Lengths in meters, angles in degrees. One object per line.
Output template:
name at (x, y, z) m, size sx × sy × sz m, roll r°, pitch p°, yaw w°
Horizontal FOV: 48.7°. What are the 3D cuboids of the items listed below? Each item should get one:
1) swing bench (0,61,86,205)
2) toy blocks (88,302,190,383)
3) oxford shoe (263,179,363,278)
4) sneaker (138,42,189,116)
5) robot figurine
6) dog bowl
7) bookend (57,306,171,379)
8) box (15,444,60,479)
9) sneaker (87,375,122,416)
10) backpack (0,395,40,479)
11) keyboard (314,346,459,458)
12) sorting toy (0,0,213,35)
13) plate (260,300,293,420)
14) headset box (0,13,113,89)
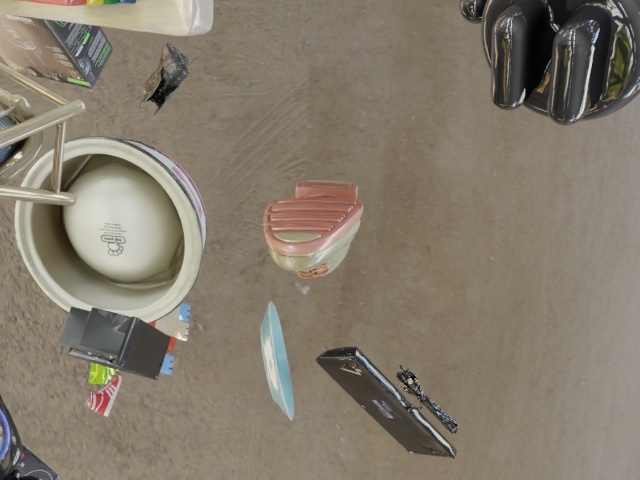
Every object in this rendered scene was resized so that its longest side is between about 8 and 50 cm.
swing bench at (-0.495, -0.138, 0.924) m, size 0.255 × 0.253 × 0.165 m, roll -22°, pitch 134°, yaw -51°
toy blocks at (-0.437, 0.192, 1.813) m, size 0.261 × 0.191 × 0.381 m, roll 38°, pitch 52°, yaw -59°
oxford shoe at (0.000, 0.000, 1.118) m, size 0.140 × 0.397 × 0.146 m, roll 4°, pitch 104°, yaw 10°
sneaker at (-0.263, -0.269, 1.180) m, size 0.051 × 0.170 × 0.089 m, roll 37°, pitch 105°, yaw -28°
robot figurine at (0.269, -0.226, 0.699) m, size 0.209 × 0.173 × 0.278 m, roll 45°, pitch 58°, yaw -2°
dog bowl at (-0.423, -0.030, 1.499) m, size 0.408 × 0.150 × 0.408 m, roll 3°, pitch 108°, yaw 8°
bookend at (-0.327, 0.146, 1.055) m, size 0.156 × 0.157 × 0.072 m, roll 13°, pitch 74°, yaw 9°
box at (-0.487, 0.408, 0.976) m, size 0.142 × 0.163 × 0.247 m, roll 32°, pitch 55°, yaw 15°
sneaker at (-0.554, 0.388, 1.812) m, size 0.067 × 0.118 × 0.042 m, roll 23°, pitch 130°, yaw -13°
backpack at (-0.391, 0.141, 0.514) m, size 0.263 × 0.213 × 0.276 m, roll -34°, pitch 77°, yaw -21°
keyboard at (0.145, 0.291, 1.259) m, size 0.317 × 0.201 × 0.033 m, roll 47°, pitch 55°, yaw -25°
sorting toy at (-0.195, -0.263, 0.418) m, size 0.089 × 0.257 × 0.255 m, roll -37°, pitch 135°, yaw -58°
plate at (-0.070, 0.189, 1.109) m, size 0.024 × 0.188 × 0.188 m, roll -10°, pitch 103°, yaw 0°
headset box at (-0.664, -0.501, 1.670) m, size 0.246 × 0.283 × 0.131 m, roll 15°, pitch 70°, yaw 14°
